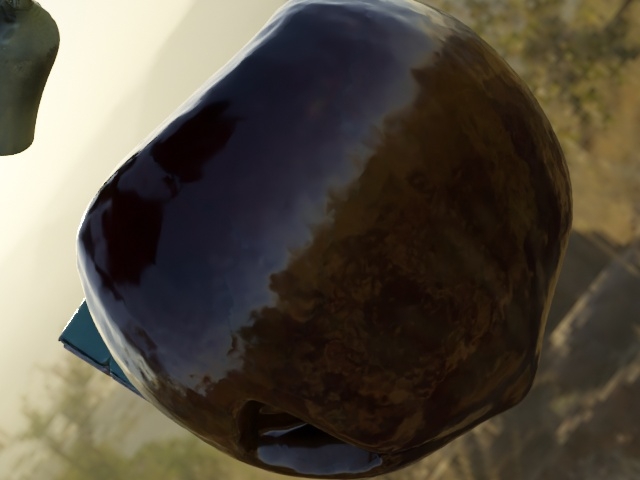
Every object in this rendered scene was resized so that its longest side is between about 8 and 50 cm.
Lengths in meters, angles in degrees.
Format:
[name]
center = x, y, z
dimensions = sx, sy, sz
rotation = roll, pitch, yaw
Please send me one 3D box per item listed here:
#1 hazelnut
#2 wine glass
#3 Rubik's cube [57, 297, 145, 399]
[hazelnut]
center = 0.000, 0.000, 1.577
dimensions = 0.429, 0.402, 0.402
rotation = -53, 7, -33
[wine glass]
center = -0.329, -0.203, 1.923
dimensions = 0.103, 0.103, 0.231
rotation = -62, -6, -50
[Rubik's cube]
center = -0.131, 0.105, 2.172
dimensions = 0.231, 0.224, 0.221
rotation = -56, -21, -4
